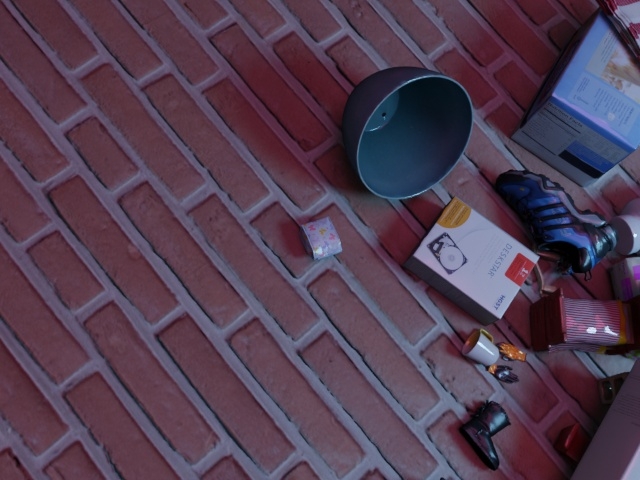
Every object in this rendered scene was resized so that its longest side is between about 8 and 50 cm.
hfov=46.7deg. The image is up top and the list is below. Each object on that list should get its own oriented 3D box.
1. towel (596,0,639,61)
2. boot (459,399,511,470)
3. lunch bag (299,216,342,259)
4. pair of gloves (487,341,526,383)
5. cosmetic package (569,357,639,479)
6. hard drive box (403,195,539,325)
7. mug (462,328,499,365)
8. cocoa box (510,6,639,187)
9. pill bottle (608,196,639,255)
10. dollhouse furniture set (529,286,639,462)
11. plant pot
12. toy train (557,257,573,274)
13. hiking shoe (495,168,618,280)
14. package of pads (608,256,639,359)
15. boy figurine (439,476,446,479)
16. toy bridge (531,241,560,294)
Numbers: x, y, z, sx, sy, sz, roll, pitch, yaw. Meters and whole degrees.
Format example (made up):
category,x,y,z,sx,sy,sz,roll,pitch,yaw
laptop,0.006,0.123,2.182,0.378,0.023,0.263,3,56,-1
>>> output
category,x,y,z,sx,sy,sz,roll,pitch,yaw
towel,0.767,-0.511,1.683,0.237,0.037,0.329,-23,74,-23
boot,0.359,0.405,1.555,0.099,0.045,0.121,-34,80,-21
lunch bag,0.000,0.000,1.617,0.071,0.053,0.083,-20,67,-17
pair of gloves,0.410,0.268,1.623,0.074,0.010,0.083,25,71,-1
cosmetic package,0.646,0.440,1.444,0.197,0.155,0.365,34,85,-8
hard drive box,0.332,0.045,1.640,0.232,0.089,0.181,36,71,2
mug,0.354,0.232,1.601,0.064,0.062,0.078,35,76,-6
cocoa box,0.658,-0.351,1.749,0.231,0.228,0.347,34,70,2
pill bottle,0.806,-0.044,1.720,0.264,0.146,0.146,-16,76,-14
dollhouse furniture set,0.579,0.301,1.566,0.201,0.152,0.374,3,72,-9
plant pot,0.160,-0.264,1.636,0.290,0.290,0.195,-23,43,-16
toy train,0.598,0.039,1.708,0.158,0.027,0.036,-30,104,-29
hiking shoe,0.510,-0.048,1.665,0.304,0.113,0.132,37,74,23
package of pads,0.825,0.157,1.683,0.296,0.101,0.229,-1,72,-10
boy figurine,0.357,0.548,1.438,0.285,0.177,0.092,17,106,5
toy bridge,0.519,0.034,1.709,0.063,0.026,0.188,15,71,-3
